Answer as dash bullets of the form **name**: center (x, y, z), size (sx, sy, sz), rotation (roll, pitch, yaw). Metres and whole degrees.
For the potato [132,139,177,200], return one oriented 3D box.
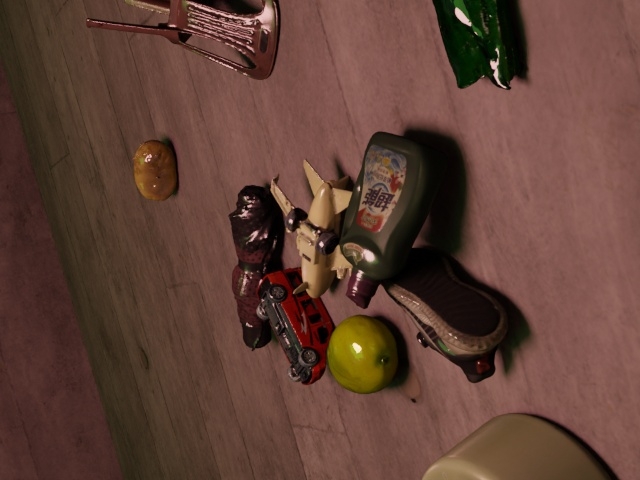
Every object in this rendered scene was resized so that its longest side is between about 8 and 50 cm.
- **potato**: center (-0.355, -0.152, 1.868), size (0.070, 0.092, 0.138), rotation (-124, 30, -52)

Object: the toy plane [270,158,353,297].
- **toy plane**: center (0.000, 0.000, 1.342), size (0.229, 0.092, 0.244), rotation (35, 132, 29)

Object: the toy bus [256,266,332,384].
- **toy bus**: center (-0.035, 0.145, 1.471), size (0.195, 0.089, 0.081), rotation (62, 150, 20)

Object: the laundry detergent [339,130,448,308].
- **laundry detergent**: center (0.076, -0.023, 1.116), size (0.144, 0.078, 0.221), rotation (28, 100, 56)

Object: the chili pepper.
- **chili pepper**: center (0.159, -0.266, 0.958), size (0.098, 0.061, 0.224), rotation (-16, 89, 54)

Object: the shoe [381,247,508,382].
- **shoe**: center (0.153, 0.097, 1.130), size (0.227, 0.099, 0.112), rotation (40, 150, 50)

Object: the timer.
- **timer**: center (0.166, 0.388, 1.025), size (0.291, 0.315, 0.290), rotation (35, 133, 49)

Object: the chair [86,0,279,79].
- **chair**: center (-0.206, -0.406, 1.460), size (0.327, 0.183, 0.175), rotation (16, 131, 3)

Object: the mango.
- **mango**: center (0.065, 0.179, 1.333), size (0.117, 0.089, 0.163), rotation (52, 158, 19)

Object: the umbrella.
- **umbrella**: center (-0.115, 0.056, 1.566), size (0.094, 0.090, 0.326), rotation (32, 131, 46)
